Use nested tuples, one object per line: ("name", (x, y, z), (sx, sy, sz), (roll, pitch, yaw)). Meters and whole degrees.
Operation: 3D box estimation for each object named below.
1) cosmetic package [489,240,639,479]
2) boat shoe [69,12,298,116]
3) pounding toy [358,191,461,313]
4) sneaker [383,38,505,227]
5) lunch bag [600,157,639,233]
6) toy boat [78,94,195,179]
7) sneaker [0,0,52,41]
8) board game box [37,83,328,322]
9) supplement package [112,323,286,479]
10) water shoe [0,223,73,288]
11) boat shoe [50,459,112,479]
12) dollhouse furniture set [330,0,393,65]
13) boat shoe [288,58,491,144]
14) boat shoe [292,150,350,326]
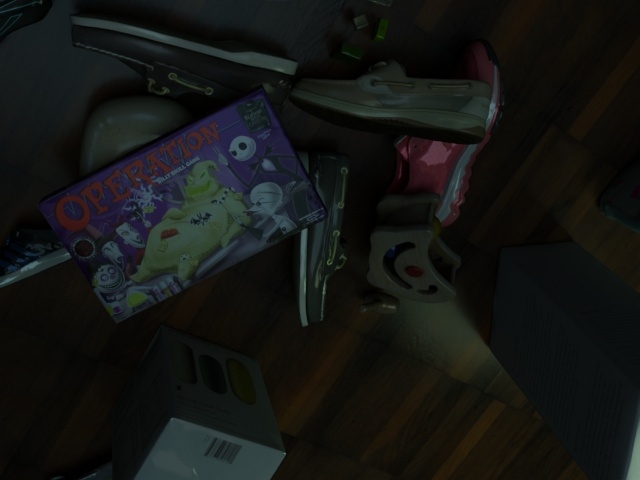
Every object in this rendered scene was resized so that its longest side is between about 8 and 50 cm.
("cosmetic package", (0.452, 0.199, 1.307), (0.161, 0.453, 0.230), (-6, 117, -12))
("boat shoe", (-0.193, -0.247, 1.117), (0.324, 0.116, 0.097), (7, 110, -24))
("pounding toy", (0.151, 0.057, 1.296), (0.154, 0.155, 0.270), (10, 146, 8))
("sneaker", (0.189, -0.168, 1.253), (0.136, 0.116, 0.314), (9, 113, -17))
("lunch bag", (0.640, -0.083, 1.351), (0.262, 0.223, 0.160), (-29, 111, 1))
("toy boat", (-0.199, -0.083, 1.191), (0.318, 0.148, 0.268), (3, 109, -8))
("sneaker", (-0.390, -0.358, 1.036), (0.267, 0.101, 0.106), (-39, 140, 5))
("board game box", (-0.187, -0.047, 1.103), (0.346, 0.056, 0.208), (-27, 106, 4))
("supplement package", (-0.210, 0.311, 1.295), (0.199, 0.263, 0.198), (25, 106, -24))
("water shoe", (-0.457, 0.016, 1.210), (0.203, 0.073, 0.080), (-23, 97, -7))
("boat shoe", (-0.396, 0.450, 1.418), (0.320, 0.103, 0.118), (-25, 138, 4))
("dollhouse furniture set", (0.064, -0.344, 1.187), (0.076, 0.058, 0.152), (16, 91, -13))
("boat shoe", (0.103, -0.217, 1.186), (0.302, 0.109, 0.098), (10, 87, 11))
("boat shoe", (0.001, 0.002, 1.289), (0.091, 0.109, 0.305), (-3, 112, -8))
